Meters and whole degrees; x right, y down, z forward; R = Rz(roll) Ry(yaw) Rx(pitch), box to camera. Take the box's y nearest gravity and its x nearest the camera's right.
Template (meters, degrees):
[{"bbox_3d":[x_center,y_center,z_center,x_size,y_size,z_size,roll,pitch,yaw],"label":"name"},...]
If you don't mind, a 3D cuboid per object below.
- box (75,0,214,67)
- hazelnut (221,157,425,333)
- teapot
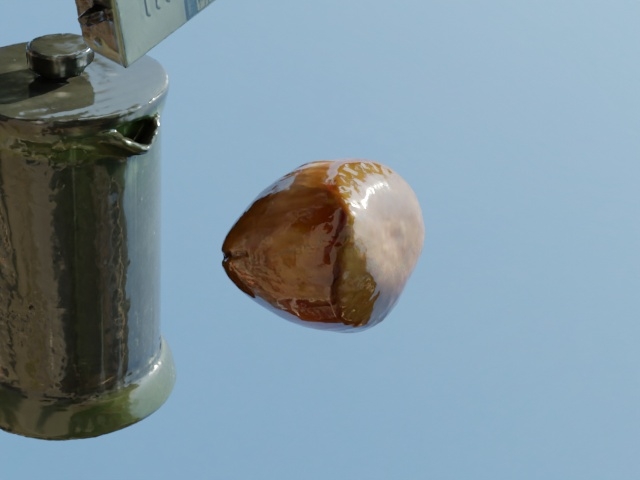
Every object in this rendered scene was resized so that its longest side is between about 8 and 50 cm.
[{"bbox_3d":[-0.088,-0.256,0.787,0.045,0.270,0.211,28,-125,27],"label":"box"},{"bbox_3d":[0.000,0.000,1.053,0.150,0.150,0.150,-1,-91,23],"label":"hazelnut"},{"bbox_3d":[-0.244,-0.027,1.210,0.270,0.200,0.337,29,-53,37],"label":"teapot"}]
